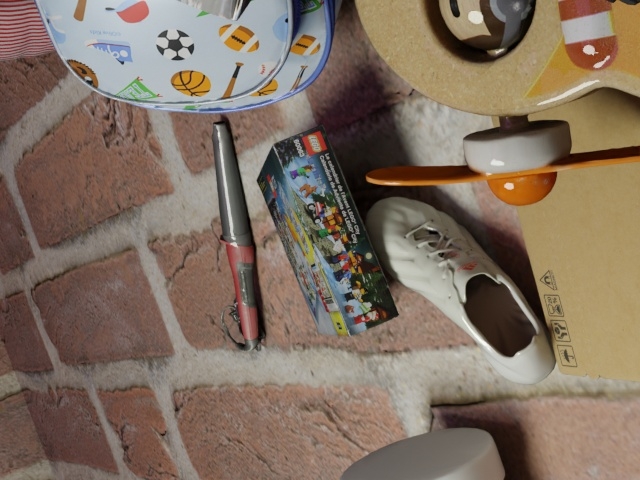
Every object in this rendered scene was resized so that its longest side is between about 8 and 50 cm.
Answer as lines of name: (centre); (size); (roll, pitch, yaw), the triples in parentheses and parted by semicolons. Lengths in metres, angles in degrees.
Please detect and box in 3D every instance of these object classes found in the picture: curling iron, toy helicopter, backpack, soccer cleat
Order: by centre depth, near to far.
toy helicopter: (0.152, -0.097, 0.628); (0.355, 0.140, 0.235); (32, 121, 33)
soccer cleat: (0.103, 0.026, 0.888); (0.196, 0.068, 0.076); (46, 174, 27)
backpack: (-0.094, -0.216, 0.891); (0.263, 0.276, 0.213); (75, -157, -52)
curling iron: (-0.097, 0.002, 1.286); (0.068, 0.035, 0.274); (32, 136, 50)

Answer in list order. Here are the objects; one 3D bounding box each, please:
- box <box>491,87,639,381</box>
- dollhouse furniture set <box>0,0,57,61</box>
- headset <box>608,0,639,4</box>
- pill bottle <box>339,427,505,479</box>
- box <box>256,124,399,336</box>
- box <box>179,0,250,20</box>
box: (0.189, -0.004, 0.764); (0.164, 0.021, 0.201); (-3, 105, 60)
dollhouse furniture set: (-0.354, -0.365, 1.337); (0.152, 0.201, 0.374); (51, 142, 32)
headset: (0.173, -0.173, 0.429); (0.394, 0.243, 0.185); (51, -161, -11)
pill bottle: (0.118, 0.306, 0.969); (0.162, 0.162, 0.279); (-5, 103, 62)
box: (0.000, 0.000, 1.014); (0.233, 0.044, 0.159); (150, 99, -83)
box: (-0.002, -0.300, 0.615); (0.076, 0.307, 0.242); (22, 140, 6)
